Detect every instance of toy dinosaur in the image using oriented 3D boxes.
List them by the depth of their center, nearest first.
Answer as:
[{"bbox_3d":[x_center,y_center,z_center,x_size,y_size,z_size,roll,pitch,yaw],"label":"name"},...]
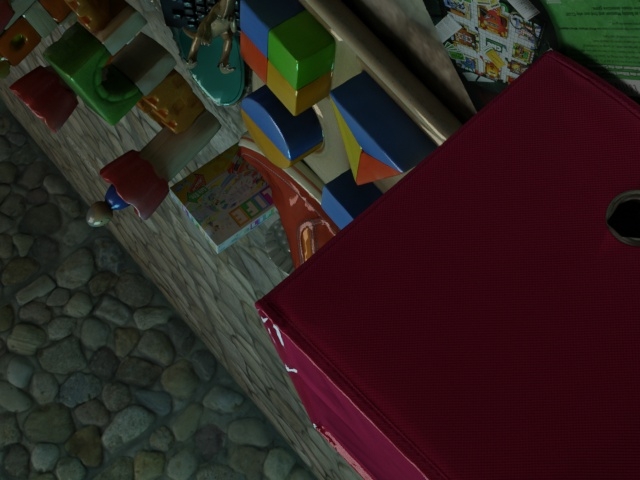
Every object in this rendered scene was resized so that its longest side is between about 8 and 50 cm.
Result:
[{"bbox_3d":[-0.106,-0.220,1.133,0.053,0.093,0.183,17,160,-16],"label":"toy dinosaur"}]

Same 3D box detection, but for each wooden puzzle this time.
[{"bbox_3d":[0.015,-0.109,1.118,0.322,0.080,0.348,49,164,19],"label":"wooden puzzle"}]

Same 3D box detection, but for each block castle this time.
[{"bbox_3d":[-0.339,-0.226,1.259,0.303,0.213,0.453,41,173,29],"label":"block castle"}]

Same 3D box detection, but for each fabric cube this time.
[{"bbox_3d":[0.149,0.084,0.738,0.254,0.258,0.259,44,167,24],"label":"fabric cube"}]

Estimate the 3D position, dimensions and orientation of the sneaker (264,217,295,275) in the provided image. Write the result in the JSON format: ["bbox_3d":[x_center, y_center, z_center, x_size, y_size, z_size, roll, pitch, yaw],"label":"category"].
[{"bbox_3d":[0.009,0.048,1.479,0.235,0.090,0.095,43,171,39],"label":"sneaker"}]

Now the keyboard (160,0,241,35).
[{"bbox_3d":[-0.160,-0.312,1.099,0.201,0.033,0.317,13,155,6],"label":"keyboard"}]

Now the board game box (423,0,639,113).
[{"bbox_3d":[0.158,-0.136,0.735,0.259,0.030,0.136,24,144,62],"label":"board game box"}]

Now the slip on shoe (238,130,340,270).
[{"bbox_3d":[0.000,0.000,1.325,0.331,0.101,0.123,52,-178,10],"label":"slip on shoe"}]

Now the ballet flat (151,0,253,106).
[{"bbox_3d":[-0.145,-0.272,1.282,0.241,0.091,0.077,63,-165,-13],"label":"ballet flat"}]

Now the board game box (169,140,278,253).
[{"bbox_3d":[-0.102,-0.068,1.414,0.103,0.154,0.026,49,163,16],"label":"board game box"}]

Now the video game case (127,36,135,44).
[{"bbox_3d":[-0.375,-0.399,1.766,0.190,0.022,0.173,61,163,-22],"label":"video game case"}]
